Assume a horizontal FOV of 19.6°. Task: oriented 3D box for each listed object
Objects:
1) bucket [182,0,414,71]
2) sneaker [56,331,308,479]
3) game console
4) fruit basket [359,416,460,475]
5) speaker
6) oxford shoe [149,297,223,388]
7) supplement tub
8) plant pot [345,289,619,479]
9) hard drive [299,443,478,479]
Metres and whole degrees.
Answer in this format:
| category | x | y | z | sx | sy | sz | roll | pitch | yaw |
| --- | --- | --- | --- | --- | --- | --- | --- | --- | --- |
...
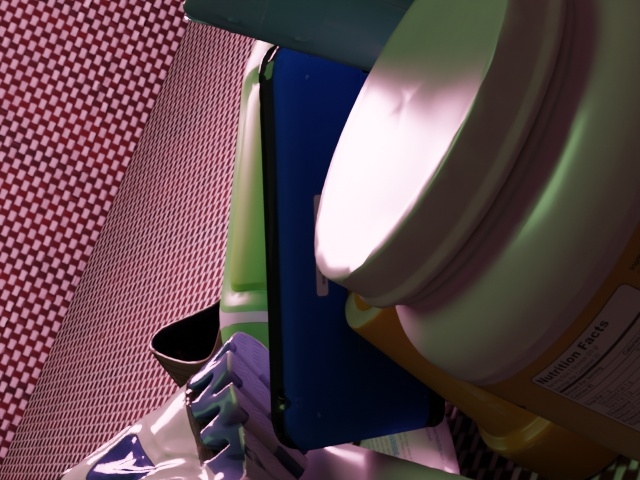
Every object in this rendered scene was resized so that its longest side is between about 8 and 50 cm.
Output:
| category | x | y | z | sx | sy | sz | roll | pitch | yaw |
| --- | --- | --- | --- | --- | --- | --- | --- | --- | --- |
| bucket | 0.047 | -0.227 | 1.111 | 0.281 | 0.183 | 0.281 | -161 | 90 | -87 |
| sneaker | -0.104 | 0.216 | 1.326 | 0.182 | 0.127 | 0.315 | -33 | 25 | 19 |
| game console | 0.000 | 0.000 | 1.436 | 0.173 | 0.250 | 0.293 | -1 | 92 | 43 |
| fruit basket | 0.003 | 0.310 | 1.443 | 0.353 | 0.165 | 0.327 | -44 | 21 | 14 |
| speaker | -0.017 | -0.036 | 1.653 | 0.131 | 0.131 | 0.297 | 152 | 126 | -65 |
| oxford shoe | -0.022 | 0.080 | 1.753 | 0.363 | 0.132 | 0.130 | -29 | 34 | 39 |
| supplement tub | 0.179 | -0.003 | 0.968 | 0.228 | 0.316 | 0.228 | -56 | 17 | 28 |
| plant pot | 0.128 | 0.041 | 1.301 | 0.205 | 0.188 | 0.205 | -56 | 18 | 28 |
| hard drive | 0.007 | 0.255 | 1.304 | 0.353 | 0.047 | 0.233 | 8 | 56 | 52 |
